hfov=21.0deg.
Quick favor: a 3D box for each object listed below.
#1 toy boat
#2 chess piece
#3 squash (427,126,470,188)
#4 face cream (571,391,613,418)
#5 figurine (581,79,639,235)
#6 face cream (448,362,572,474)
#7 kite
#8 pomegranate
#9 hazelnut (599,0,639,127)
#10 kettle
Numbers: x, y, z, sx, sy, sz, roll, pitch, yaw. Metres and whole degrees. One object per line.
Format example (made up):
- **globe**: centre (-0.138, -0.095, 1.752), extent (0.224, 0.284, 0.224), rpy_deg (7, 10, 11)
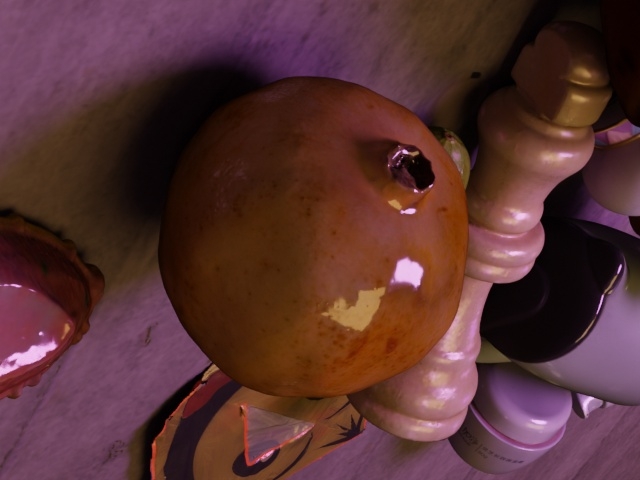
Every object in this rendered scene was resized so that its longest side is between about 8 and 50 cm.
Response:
- **toy boat**: centre (-0.247, 0.052, 1.100), extent (0.318, 0.099, 0.141), rpy_deg (-6, 109, -47)
- **chess piece**: centre (0.141, -0.009, 1.442), extent (0.117, 0.117, 0.397), rpy_deg (-10, 136, -42)
- **squash**: centre (0.059, -0.008, 1.394), extent (0.066, 0.066, 0.201), rpy_deg (-6, 136, -46)
- **face cream**: centre (0.374, 0.116, 1.901), extent (0.251, 0.101, 0.101), rpy_deg (-29, 149, -18)
- **figurine**: centre (0.322, -0.033, 1.498), extent (0.142, 0.189, 0.263), rpy_deg (-38, 115, 3)
- **face cream**: centre (0.188, 0.171, 1.743), extent (0.117, 0.117, 0.104), rpy_deg (-14, 151, -39)
- **kite**: centre (-0.031, 0.156, 1.569), extent (0.377, 0.013, 0.327), rpy_deg (-48, 151, 8)
- **pomegranate**: centre (-0.005, 0.002, 1.176), extent (0.233, 0.233, 0.233), rpy_deg (-29, 149, -19)
- **hazelnut**: centre (0.421, -0.199, 1.241), extent (0.429, 0.402, 0.402), rpy_deg (-49, 153, -12)
- **kettle**: centre (0.225, 0.072, 1.630), extent (0.221, 0.161, 0.236), rpy_deg (-20, 160, 28)
